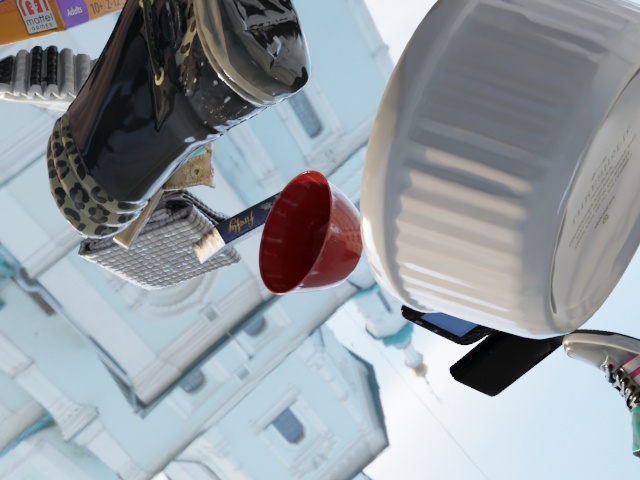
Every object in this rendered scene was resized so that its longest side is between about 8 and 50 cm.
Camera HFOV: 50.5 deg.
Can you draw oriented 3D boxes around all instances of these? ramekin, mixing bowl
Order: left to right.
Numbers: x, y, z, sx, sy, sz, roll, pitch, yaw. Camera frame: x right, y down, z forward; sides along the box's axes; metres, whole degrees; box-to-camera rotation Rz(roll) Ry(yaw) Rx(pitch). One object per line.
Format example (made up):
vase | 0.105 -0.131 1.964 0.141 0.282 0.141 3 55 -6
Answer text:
mixing bowl | 0.000 0.000 0.967 0.181 0.098 0.181 -33 -133 46
ramekin | 0.160 -0.053 0.495 0.127 0.272 0.273 26 -118 35

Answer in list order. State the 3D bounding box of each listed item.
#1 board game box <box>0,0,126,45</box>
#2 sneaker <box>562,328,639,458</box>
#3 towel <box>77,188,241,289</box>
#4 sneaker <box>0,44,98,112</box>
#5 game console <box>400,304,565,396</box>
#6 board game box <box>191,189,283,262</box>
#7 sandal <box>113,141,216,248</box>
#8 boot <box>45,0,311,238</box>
board game box | -0.551 -0.530 1.147 0.357 0.356 0.356 -6 -154 16
sneaker | 0.537 0.270 1.149 0.296 0.124 0.178 15 -110 36
towel | -0.347 -0.009 1.492 0.284 0.235 0.121 -19 -122 17
sneaker | -0.339 -0.218 1.011 0.292 0.118 0.110 -1 -129 -10
game console | 0.288 0.176 1.268 0.213 0.361 0.044 -47 -145 23
board game box | -0.123 -0.043 1.345 0.243 0.042 0.165 -30 180 -29
sandal | -0.181 -0.081 0.910 0.240 0.079 0.088 -58 -171 4
boot | -0.106 -0.132 0.429 0.179 0.085 0.236 -37 -129 29
